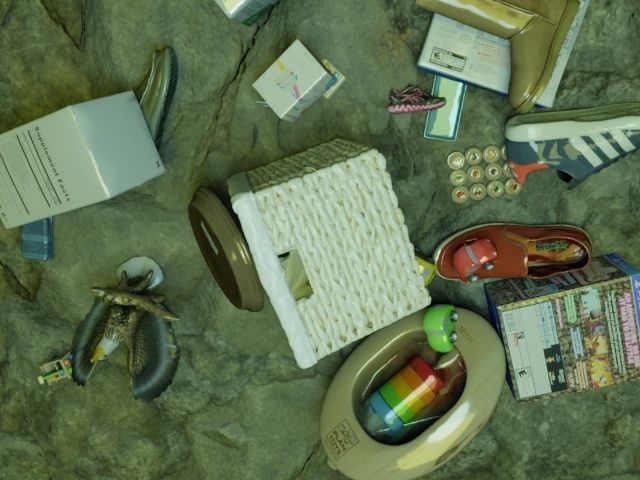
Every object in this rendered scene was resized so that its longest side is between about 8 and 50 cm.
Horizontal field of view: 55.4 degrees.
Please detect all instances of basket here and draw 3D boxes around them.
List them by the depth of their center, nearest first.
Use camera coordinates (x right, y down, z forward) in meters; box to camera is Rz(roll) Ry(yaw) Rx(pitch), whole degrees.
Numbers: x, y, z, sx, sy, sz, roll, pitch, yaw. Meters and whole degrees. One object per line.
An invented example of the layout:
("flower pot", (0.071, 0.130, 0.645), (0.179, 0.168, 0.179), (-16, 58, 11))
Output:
("basket", (0.000, 0.000, 1.157), (0.266, 0.331, 0.329), (-22, 105, -6))

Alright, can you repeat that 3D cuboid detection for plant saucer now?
("plant saucer", (-0.196, 0.024, 1.221), (0.041, 0.278, 0.278), (-26, 105, -20))
("plant saucer", (0.257, -0.299, 1.224), (0.067, 0.018, 0.192), (9, 106, 1))

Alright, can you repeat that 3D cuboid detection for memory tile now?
("memory tile", (0.341, -0.141, 1.268), (0.147, 0.012, 0.113), (-8, 106, 6))

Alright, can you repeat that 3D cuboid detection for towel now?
("towel", (-0.630, -0.015, 1.354), (0.067, 0.029, 0.120), (8, 107, 1))

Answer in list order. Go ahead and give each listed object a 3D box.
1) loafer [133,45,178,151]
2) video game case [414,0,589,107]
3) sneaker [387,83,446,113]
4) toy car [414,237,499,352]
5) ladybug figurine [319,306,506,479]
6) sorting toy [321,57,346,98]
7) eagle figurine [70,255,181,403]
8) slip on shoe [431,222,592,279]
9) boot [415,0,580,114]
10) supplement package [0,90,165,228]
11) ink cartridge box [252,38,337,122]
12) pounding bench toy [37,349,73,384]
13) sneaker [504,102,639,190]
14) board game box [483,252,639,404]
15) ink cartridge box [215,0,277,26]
("loafer", (-0.353, -0.271, 1.228), (0.087, 0.094, 0.251), (18, 107, -7))
("video game case", (0.345, -0.408, 1.152), (0.269, 0.061, 0.245), (18, 100, -2))
("sneaker", (0.190, -0.284, 1.212), (0.119, 0.047, 0.057), (0, 91, 19))
("toy car", (0.239, 0.111, 1.224), (0.239, 0.053, 0.225), (-7, 76, 45))
("ladybug figurine", (0.196, 0.335, 1.301), (0.449, 0.162, 0.305), (-38, 57, 4))
("sorting toy", (0.003, -0.317, 1.235), (0.062, 0.012, 0.083), (41, 104, -9))
("eagle figurine", (-0.437, 0.205, 1.349), (0.226, 0.225, 0.298), (50, 143, 28))
("slip on shoe", (0.399, 0.029, 1.269), (0.331, 0.101, 0.123), (-4, 108, 6))
("boot", (0.293, -0.381, 1.087), (0.269, 0.089, 0.236), (23, 87, -4))
("supplement package", (-0.489, -0.156, 1.185), (0.292, 0.177, 0.176), (-12, 106, 27))
("ink cartridge box", (-0.055, -0.302, 1.193), (0.143, 0.092, 0.090), (-42, 84, 14))
("pounding bench toy", (-0.609, 0.302, 1.417), (0.065, 0.083, 0.052), (-18, 104, 9))
("sneaker", (0.540, -0.178, 1.195), (0.349, 0.131, 0.148), (-3, 113, 10))
("board game box", (0.521, 0.184, 1.286), (0.290, 0.141, 0.232), (-14, 105, 7))
("ink cartridge box", (-0.073, -0.527, 1.077), (0.289, 0.211, 0.122), (-38, 99, 12))
